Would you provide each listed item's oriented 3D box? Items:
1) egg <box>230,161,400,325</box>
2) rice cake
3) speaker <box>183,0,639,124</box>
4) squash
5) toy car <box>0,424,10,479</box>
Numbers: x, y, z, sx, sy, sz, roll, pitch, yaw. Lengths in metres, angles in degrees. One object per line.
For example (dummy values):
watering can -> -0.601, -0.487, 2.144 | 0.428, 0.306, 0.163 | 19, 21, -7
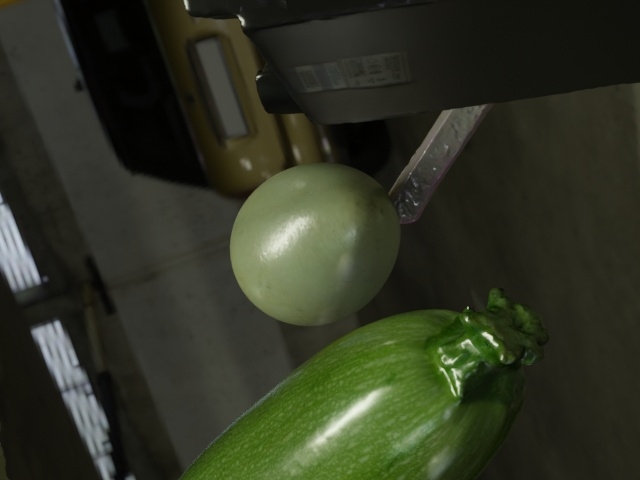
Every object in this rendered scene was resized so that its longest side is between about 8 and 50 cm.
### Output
egg -> 0.000, 0.000, 1.679 | 0.295, 0.218, 0.218 | -33, 75, 56
rice cake -> 0.197, -0.172, 1.739 | 0.056, 0.365, 0.072 | 31, -161, -6
speaker -> 0.066, -0.202, 0.642 | 0.184, 0.254, 0.232 | 50, -146, -74
squash -> -0.015, 0.141, 0.661 | 0.395, 0.107, 0.107 | -48, 53, 42
toy car -> -0.411, 0.252, 1.158 | 0.235, 0.235, 0.145 | 111, 143, -83
